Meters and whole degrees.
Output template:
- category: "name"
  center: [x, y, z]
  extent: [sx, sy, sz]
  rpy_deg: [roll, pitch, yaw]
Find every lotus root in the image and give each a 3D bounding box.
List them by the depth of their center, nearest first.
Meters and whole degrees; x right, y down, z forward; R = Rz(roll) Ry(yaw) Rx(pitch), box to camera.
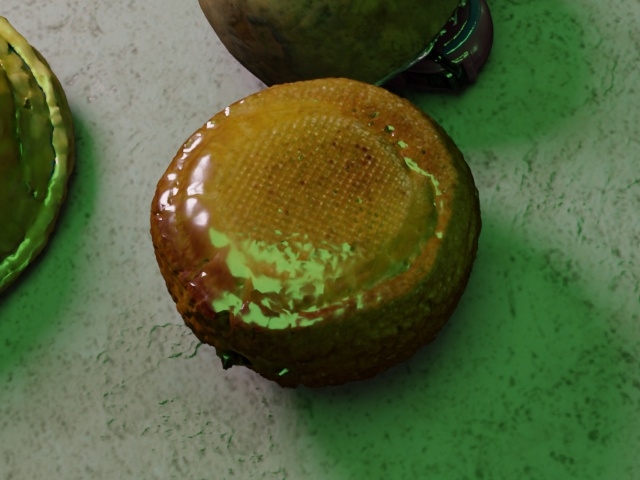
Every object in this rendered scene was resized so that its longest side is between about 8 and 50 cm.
- category: "lotus root"
  center: [0.000, -0.282, 1.459]
  extent: [0.272, 0.192, 0.272]
  rpy_deg: [-31, 37, 27]

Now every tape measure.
- category: "tape measure"
  center: [0.110, -0.210, 1.503]
  extent: [0.125, 0.074, 0.118]
  rpy_deg: [15, 73, 21]

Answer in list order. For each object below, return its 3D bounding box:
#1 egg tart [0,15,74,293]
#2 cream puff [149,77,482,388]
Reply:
- category: "egg tart"
  center: [-0.431, -0.094, 1.441]
  extent: [0.388, 0.169, 0.388]
  rpy_deg: [2, 77, -9]
- category: "cream puff"
  center: [0.000, 0.000, 1.345]
  extent: [0.303, 0.212, 0.303]
  rpy_deg: [0, 60, 0]
